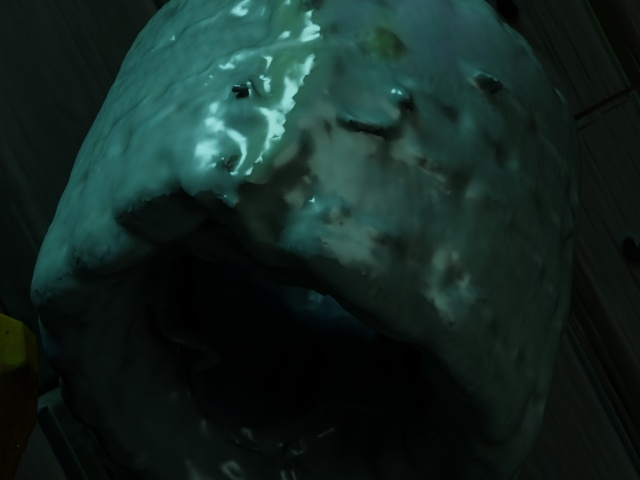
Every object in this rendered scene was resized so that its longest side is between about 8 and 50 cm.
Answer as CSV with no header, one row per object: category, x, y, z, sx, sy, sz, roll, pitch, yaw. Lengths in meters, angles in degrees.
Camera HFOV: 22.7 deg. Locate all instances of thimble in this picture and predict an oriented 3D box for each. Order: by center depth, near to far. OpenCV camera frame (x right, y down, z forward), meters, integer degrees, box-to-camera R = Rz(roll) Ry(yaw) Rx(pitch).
thimble,0.000,0.000,0.641,0.205,0.250,0.172,11,52,9

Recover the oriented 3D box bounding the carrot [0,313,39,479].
carrot,-0.169,0.164,0.547,0.066,0.066,0.314,32,56,-27
